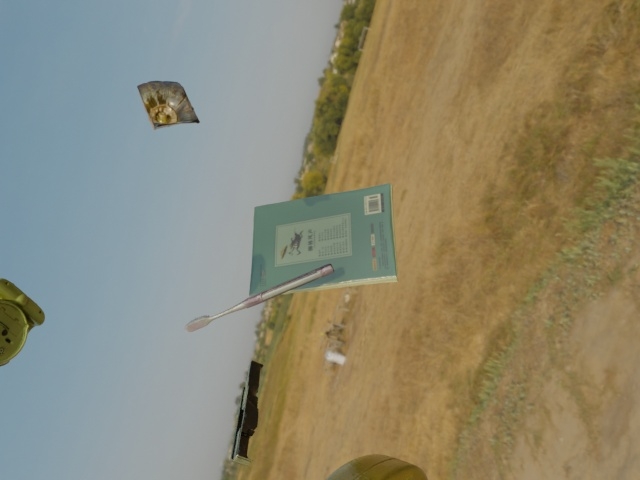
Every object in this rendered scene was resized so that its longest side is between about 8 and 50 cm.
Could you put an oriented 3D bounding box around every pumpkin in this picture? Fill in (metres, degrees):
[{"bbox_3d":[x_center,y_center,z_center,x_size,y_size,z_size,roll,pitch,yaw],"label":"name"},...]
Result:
[{"bbox_3d":[-0.240,-0.210,0.833,0.035,0.073,0.101,103,146,-62],"label":"pumpkin"}]

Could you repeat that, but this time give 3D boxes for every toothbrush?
[{"bbox_3d":[-0.136,0.126,1.168,0.029,0.353,0.024,-116,3,-72],"label":"toothbrush"}]

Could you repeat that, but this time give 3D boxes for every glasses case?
[{"bbox_3d":[0.101,0.572,1.137,0.371,0.141,0.174,5,-91,-54],"label":"glasses case"}]

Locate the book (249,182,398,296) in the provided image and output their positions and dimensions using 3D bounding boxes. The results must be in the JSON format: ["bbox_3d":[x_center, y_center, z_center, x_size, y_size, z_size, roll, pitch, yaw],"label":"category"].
[{"bbox_3d":[0.000,0.000,1.304,0.031,0.378,0.264,54,-147,-57],"label":"book"}]

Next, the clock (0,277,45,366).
[{"bbox_3d":[-0.740,0.213,1.170,0.170,0.069,0.232,65,-149,-43],"label":"clock"}]

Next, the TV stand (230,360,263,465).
[{"bbox_3d":[-0.152,0.361,1.119,0.042,0.036,0.249,-56,18,30],"label":"TV stand"}]
